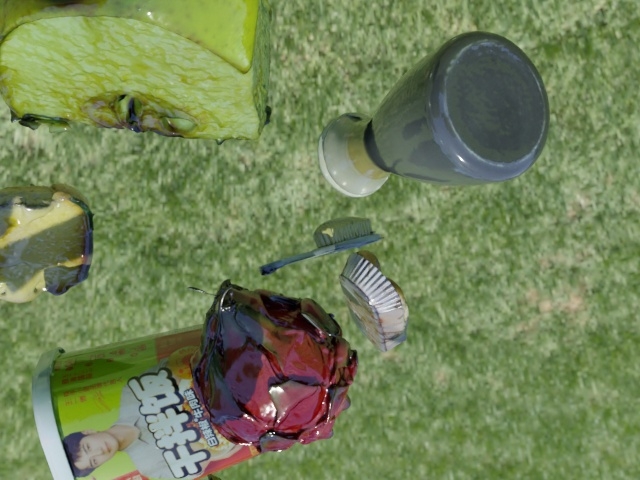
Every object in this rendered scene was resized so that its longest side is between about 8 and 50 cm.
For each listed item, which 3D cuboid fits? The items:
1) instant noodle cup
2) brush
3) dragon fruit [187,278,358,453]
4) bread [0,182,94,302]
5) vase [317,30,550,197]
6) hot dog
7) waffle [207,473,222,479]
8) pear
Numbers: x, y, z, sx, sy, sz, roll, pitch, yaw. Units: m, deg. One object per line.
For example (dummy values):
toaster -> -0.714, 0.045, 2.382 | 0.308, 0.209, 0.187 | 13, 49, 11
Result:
instant noodle cup -> -0.252, 0.264, 1.469 | 0.307, 0.294, 0.294 | -16, 146, -5
brush -> 0.000, 0.000, 1.556 | 0.068, 0.060, 0.297 | -20, 177, 40
dragon fruit -> -0.082, 0.154, 1.267 | 0.233, 0.234, 0.293 | -23, 117, 25
bread -> -0.449, -0.022, 1.458 | 0.174, 0.133, 0.252 | -9, 144, -25
vase -> 0.121, -0.133, 1.189 | 0.173, 0.173, 0.321 | 15, 166, -26
hot dog -> 0.089, 0.100, 1.574 | 0.075, 0.144, 0.268 | -39, 159, -9
waffle -> -0.146, 0.380, 1.063 | 0.052, 0.245, 0.254 | 42, 163, -19
pear -> -0.159, -0.195, 0.746 | 0.238, 0.164, 0.255 | 5, 164, 2
